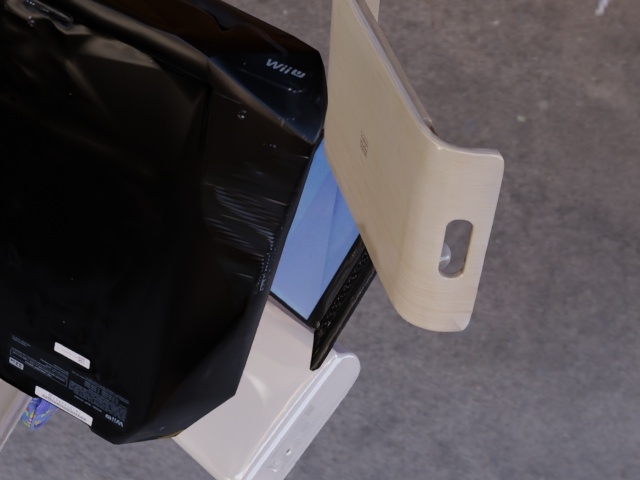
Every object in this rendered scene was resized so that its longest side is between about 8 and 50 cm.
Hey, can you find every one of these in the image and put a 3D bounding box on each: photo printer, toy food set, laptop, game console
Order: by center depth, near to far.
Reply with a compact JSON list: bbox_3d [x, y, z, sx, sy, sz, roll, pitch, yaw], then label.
[{"bbox_3d":[-0.179,-0.060,0.466,0.044,0.361,0.213,-52,166,-49],"label":"game console"},{"bbox_3d":[0.083,-0.097,1.029,0.092,0.306,0.219,-11,139,-14],"label":"toy food set"},{"bbox_3d":[0.000,0.000,1.382,0.137,0.264,0.234,29,100,-4],"label":"laptop"},{"bbox_3d":[-0.127,0.191,1.603,0.256,0.307,0.107,-52,144,-5],"label":"photo printer"}]

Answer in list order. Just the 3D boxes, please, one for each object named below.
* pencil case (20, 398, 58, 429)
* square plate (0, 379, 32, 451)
[{"bbox_3d":[-0.517,0.167,1.646,0.306,0.133,0.119,27,106,-1],"label":"pencil case"},{"bbox_3d":[-0.357,0.111,0.677,0.344,0.347,0.049,-71,169,-46],"label":"square plate"}]
